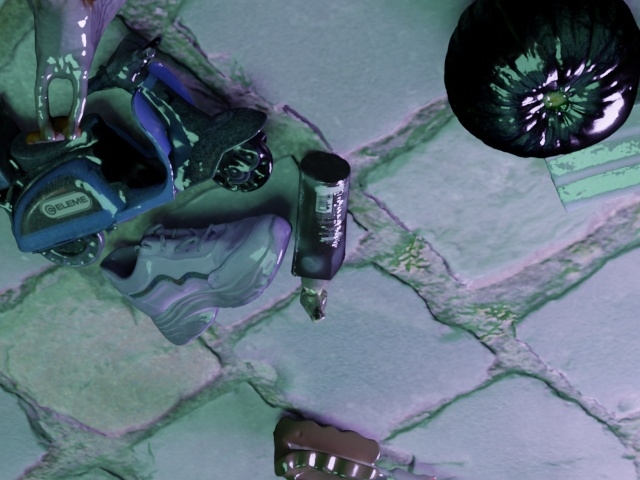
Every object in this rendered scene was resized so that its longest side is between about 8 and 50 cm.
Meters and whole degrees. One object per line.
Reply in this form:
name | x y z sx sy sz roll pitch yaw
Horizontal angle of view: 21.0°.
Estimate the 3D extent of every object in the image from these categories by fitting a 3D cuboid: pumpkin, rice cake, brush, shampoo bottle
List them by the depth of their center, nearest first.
pumpkin | 0.216 -0.172 1.677 0.202 0.140 0.202 -5 132 -6
rice cake | 0.341 -0.106 1.773 0.237 0.043 0.127 -12 129 19
shampoo bottle | -0.001 -0.001 1.915 0.057 0.063 0.207 8 132 5
brush | 0.083 0.296 2.161 0.301 0.084 0.071 17 131 -13

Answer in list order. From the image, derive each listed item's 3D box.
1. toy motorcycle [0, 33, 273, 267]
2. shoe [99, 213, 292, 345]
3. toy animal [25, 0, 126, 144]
toy motorcycle | -0.227 -0.098 1.829 0.359 0.125 0.212 -18 123 25
shoe | -0.140 0.020 1.939 0.138 0.095 0.245 34 134 -23
toy animal | -0.219 -0.221 1.574 0.225 0.284 0.302 8 104 0
